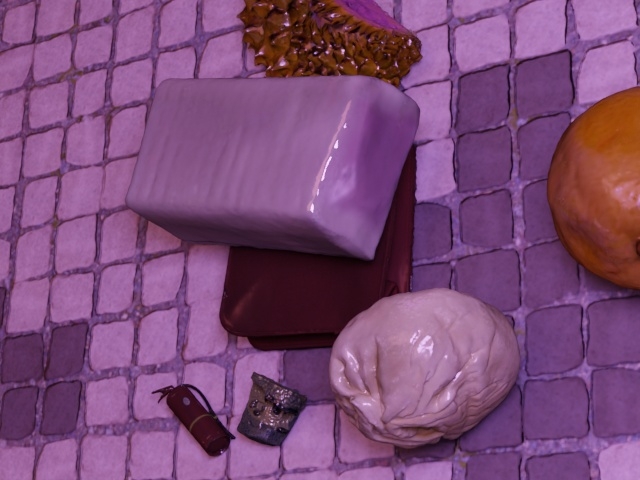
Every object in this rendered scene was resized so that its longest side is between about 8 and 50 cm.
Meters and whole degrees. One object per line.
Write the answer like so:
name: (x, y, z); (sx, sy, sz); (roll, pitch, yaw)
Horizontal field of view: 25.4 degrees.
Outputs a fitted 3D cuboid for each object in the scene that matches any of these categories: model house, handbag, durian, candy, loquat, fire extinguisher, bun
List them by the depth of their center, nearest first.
loquat: (0.361, -0.058, 1.561); (0.238, 0.193, 0.238); (-14, 44, 14)
bun: (0.115, 0.158, 1.612); (0.229, 0.229, 0.145); (-16, 51, 27)
candy: (-0.065, -0.100, 1.782); (0.358, 0.145, 0.208); (6, 73, 40)
model house: (-0.065, 0.220, 1.800); (0.078, 0.066, 0.083); (24, 87, 38)
handbag: (-0.001, 0.000, 1.840); (0.260, 0.084, 0.276); (-6, 68, 34)
fire extinguisher: (-0.169, 0.230, 1.879); (0.056, 0.039, 0.132); (-30, 51, -20)
durian: (-0.016, -0.290, 1.939); (0.191, 0.112, 0.341); (-46, 56, 7)
